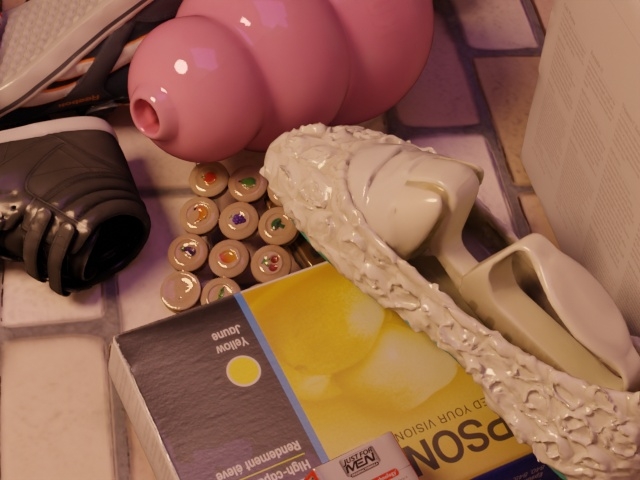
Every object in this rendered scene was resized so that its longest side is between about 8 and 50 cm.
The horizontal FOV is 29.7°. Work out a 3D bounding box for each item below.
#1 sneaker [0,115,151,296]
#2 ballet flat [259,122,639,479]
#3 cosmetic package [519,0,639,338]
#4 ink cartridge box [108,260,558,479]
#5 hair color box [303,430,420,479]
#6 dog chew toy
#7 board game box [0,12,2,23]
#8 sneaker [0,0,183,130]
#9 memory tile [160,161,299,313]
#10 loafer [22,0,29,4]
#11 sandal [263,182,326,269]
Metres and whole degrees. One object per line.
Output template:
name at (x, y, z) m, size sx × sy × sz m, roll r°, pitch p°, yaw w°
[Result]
sneaker at (-0.278, -0.011, 1.024) m, size 0.295 × 0.104 × 0.147 m, roll -20°, pitch 52°, yaw -29°
ballet flat at (0.126, 0.017, 0.947) m, size 0.147 × 0.147 × 0.409 m, roll -35°, pitch 70°, yaw -32°
cosmetic package at (0.282, -0.072, 1.014) m, size 0.097 × 0.284 × 0.377 m, roll -5°, pitch 42°, yaw -7°
ink cartridge box at (0.030, 0.161, 0.948) m, size 0.303 × 0.072 × 0.307 m, roll -19°, pitch 59°, yaw -23°
hair color box at (0.052, 0.215, 0.855) m, size 0.072 × 0.043 × 0.141 m, roll -20°, pitch 69°, yaw -28°
dog chew toy at (-0.042, -0.177, 1.122) m, size 0.206 × 0.206 × 0.332 m, roll 38°, pitch 47°, yaw 20°
board game box at (-0.391, -0.142, 1.094) m, size 0.193 × 0.045 × 0.147 m, roll -14°, pitch 50°, yaw 17°
sneaker at (-0.248, -0.166, 1.157) m, size 0.321 × 0.127 × 0.126 m, roll -32°, pitch 50°, yaw -2°
memory tile at (-0.076, 0.000, 1.072) m, size 0.113 × 0.012 × 0.148 m, roll 8°, pitch 70°, yaw 9°
loafer at (-0.274, -0.245, 1.254) m, size 0.056 × 0.050 × 0.148 m, roll 17°, pitch 50°, yaw 4°
sandal at (0.000, 0.000, 1.107) m, size 0.072 × 0.049 × 0.180 m, roll -23°, pitch 73°, yaw -19°
